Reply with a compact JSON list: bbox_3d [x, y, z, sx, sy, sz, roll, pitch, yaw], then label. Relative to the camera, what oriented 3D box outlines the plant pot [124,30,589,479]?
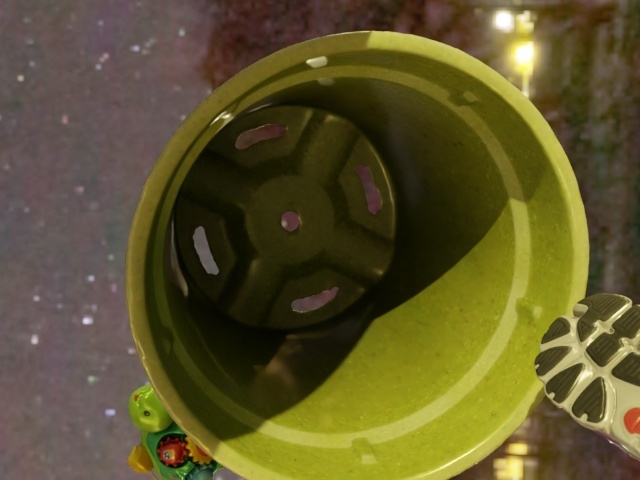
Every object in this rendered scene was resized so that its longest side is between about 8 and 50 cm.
[{"bbox_3d":[0.000,0.000,0.814,0.254,0.276,0.276,-144,52,-74],"label":"plant pot"}]

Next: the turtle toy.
[{"bbox_3d":[-0.132,0.180,1.127,0.130,0.066,0.095,42,-121,-30],"label":"turtle toy"}]

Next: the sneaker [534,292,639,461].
[{"bbox_3d":[0.173,0.094,0.612,0.071,0.068,0.170,48,-178,-44],"label":"sneaker"}]
